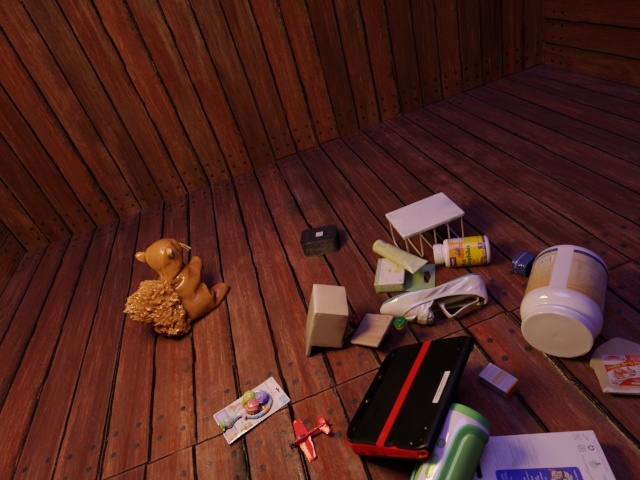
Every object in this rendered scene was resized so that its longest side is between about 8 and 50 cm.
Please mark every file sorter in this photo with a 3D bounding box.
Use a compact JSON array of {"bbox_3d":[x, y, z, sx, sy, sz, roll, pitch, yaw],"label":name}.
[{"bbox_3d":[0.462,-0.052,1.914,0.278,0.173,0.193,-21,35,-4],"label":"file sorter"}]

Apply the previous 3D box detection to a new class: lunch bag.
[{"bbox_3d":[0.775,0.089,1.669,0.098,0.067,0.065,-35,38,-22],"label":"lunch bag"}]

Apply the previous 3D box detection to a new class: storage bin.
[{"bbox_3d":[0.000,0.000,2.129,0.180,0.084,0.122,-11,35,12],"label":"storage bin"}]

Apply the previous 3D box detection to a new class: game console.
[{"bbox_3d":[0.258,0.447,1.268,0.342,0.060,0.386,-26,19,49],"label":"game console"}]

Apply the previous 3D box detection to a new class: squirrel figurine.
[{"bbox_3d":[-0.649,0.196,1.890,0.281,0.370,0.397,-1,38,23],"label":"squirrel figurine"}]

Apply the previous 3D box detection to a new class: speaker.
[{"bbox_3d":[0.313,0.562,1.074,0.131,0.131,0.296,14,58,38],"label":"speaker"}]

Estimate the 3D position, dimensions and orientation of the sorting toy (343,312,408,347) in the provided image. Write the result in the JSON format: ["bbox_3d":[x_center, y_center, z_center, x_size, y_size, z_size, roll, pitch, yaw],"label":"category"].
[{"bbox_3d":[0.189,0.334,1.586,0.274,0.046,0.132,-5,41,49],"label":"sorting toy"}]

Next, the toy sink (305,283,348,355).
[{"bbox_3d":[0.023,0.302,1.614,0.131,0.234,0.153,6,33,-7],"label":"toy sink"}]

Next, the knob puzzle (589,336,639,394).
[{"bbox_3d":[0.889,0.365,1.264,0.213,0.030,0.213,-13,35,9],"label":"knob puzzle"}]

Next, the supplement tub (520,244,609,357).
[{"bbox_3d":[0.774,0.188,1.389,0.228,0.228,0.316,8,42,33],"label":"supplement tub"}]

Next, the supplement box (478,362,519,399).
[{"bbox_3d":[0.541,0.427,1.328,0.062,0.036,0.098,-34,38,-23],"label":"supplement box"}]

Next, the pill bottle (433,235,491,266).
[{"bbox_3d":[0.573,0.047,1.774,0.215,0.117,0.117,-7,36,16],"label":"pill bottle"}]

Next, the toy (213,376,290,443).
[{"bbox_3d":[-0.240,0.558,1.479,0.237,0.056,0.137,-32,38,-20],"label":"toy"}]

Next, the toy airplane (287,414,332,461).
[{"bbox_3d":[-0.030,0.600,1.350,0.151,0.028,0.151,-11,36,8],"label":"toy airplane"}]

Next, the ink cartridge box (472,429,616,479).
[{"bbox_3d":[0.539,0.577,1.096,0.333,0.065,0.165,-8,36,12],"label":"ink cartridge box"}]

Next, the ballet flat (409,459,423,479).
[{"bbox_3d":[0.282,0.601,1.171,0.073,0.080,0.232,11,43,13],"label":"ballet flat"}]

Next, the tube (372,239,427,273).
[{"bbox_3d":[0.323,0.067,1.827,0.240,0.062,0.070,28,94,43],"label":"tube"}]

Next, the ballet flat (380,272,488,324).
[{"bbox_3d":[0.422,0.233,1.591,0.400,0.139,0.139,-17,34,0],"label":"ballet flat"}]

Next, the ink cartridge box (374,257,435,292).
[{"bbox_3d":[0.350,0.139,1.805,0.235,0.056,0.171,-6,35,20],"label":"ink cartridge box"}]
